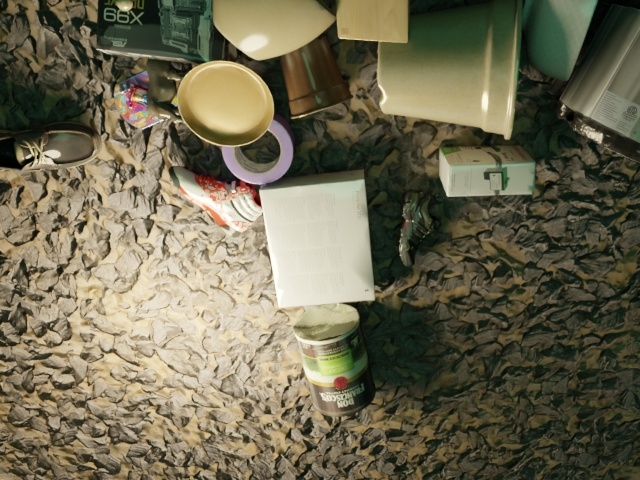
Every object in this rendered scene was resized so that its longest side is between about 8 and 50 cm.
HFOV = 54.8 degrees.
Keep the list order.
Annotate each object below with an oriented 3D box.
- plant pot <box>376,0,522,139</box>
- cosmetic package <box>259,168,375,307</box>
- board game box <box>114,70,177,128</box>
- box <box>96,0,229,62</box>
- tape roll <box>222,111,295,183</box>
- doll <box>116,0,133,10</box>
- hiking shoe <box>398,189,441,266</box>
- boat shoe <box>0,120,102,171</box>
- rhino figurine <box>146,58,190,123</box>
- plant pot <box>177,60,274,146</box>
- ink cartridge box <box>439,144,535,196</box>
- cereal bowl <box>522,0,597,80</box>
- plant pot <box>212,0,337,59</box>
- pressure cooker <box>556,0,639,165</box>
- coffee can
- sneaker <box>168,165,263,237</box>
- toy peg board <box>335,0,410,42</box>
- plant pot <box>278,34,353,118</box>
[{"bbox_3d":[0.298,-0.408,1.448,0.306,0.334,0.333,4,116,14],"label":"plant pot"},{"bbox_3d":[0.000,0.000,1.750,0.285,0.097,0.377,-4,115,6],"label":"cosmetic package"},{"bbox_3d":[-0.464,-0.368,1.630,0.169,0.033,0.133,-20,113,12],"label":"board game box"},{"bbox_3d":[-0.368,-0.557,1.478,0.308,0.076,0.242,7,99,-1],"label":"box"},{"bbox_3d":[-0.163,-0.251,1.647,0.189,0.080,0.188,1,116,2],"label":"tape roll"},{"bbox_3d":[-0.432,-0.620,1.406,0.129,0.046,0.188,13,98,-1],"label":"doll"},{"bbox_3d":[0.280,-0.027,1.730,0.114,0.086,0.226,4,115,4],"label":"hiking shoe"},{"bbox_3d":[-0.766,-0.234,1.652,0.356,0.130,0.132,-6,115,6],"label":"boat shoe"},{"bbox_3d":[-0.389,-0.422,1.572,0.106,0.073,0.243,3,101,-5],"label":"rhino figurine"},{"bbox_3d":[-0.231,-0.338,1.518,0.236,0.032,0.236,1,132,1],"label":"plant pot"},{"bbox_3d":[0.429,-0.184,1.609,0.220,0.160,0.092,-2,115,2],"label":"ink cartridge box"},{"bbox_3d":[0.530,-0.533,1.359,0.141,0.339,0.338,18,116,16],"label":"cereal bowl"},{"bbox_3d":[-0.130,-0.521,1.380,0.284,0.284,0.191,39,109,-15],"label":"plant pot"},{"bbox_3d":[0.789,-0.391,1.378,0.370,0.375,0.420,20,115,-4],"label":"pressure cooker"},{"bbox_3d":[0.044,0.357,1.859,0.202,0.201,0.275,-10,114,7],"label":"coffee can"},{"bbox_3d":[-0.275,-0.142,1.700,0.145,0.090,0.270,-38,112,17],"label":"sneaker"},{"bbox_3d":[0.121,-0.521,1.327,0.161,0.079,0.161,11,131,20],"label":"toy peg board"},{"bbox_3d":[-0.021,-0.408,1.531,0.167,0.167,0.165,-16,105,10],"label":"plant pot"}]
